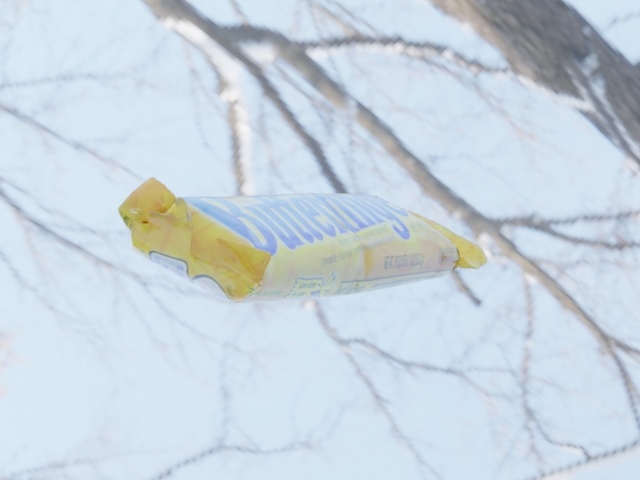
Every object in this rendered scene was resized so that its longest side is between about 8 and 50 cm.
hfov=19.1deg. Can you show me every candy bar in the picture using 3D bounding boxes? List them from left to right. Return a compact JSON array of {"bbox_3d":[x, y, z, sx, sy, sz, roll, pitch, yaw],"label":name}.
[{"bbox_3d":[0.000,0.000,0.469,0.040,0.161,0.018,30,-79,19],"label":"candy bar"}]
